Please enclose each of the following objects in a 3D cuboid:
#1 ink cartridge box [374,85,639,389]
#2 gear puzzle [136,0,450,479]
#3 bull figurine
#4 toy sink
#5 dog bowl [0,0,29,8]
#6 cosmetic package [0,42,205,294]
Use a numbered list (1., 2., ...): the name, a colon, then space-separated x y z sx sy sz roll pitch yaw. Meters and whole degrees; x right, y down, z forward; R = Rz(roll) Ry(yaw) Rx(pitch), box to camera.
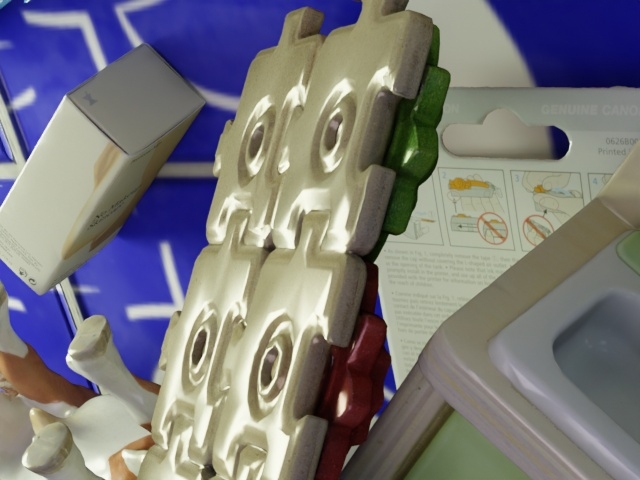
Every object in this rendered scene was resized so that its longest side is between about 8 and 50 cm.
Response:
1. ink cartridge box: 0.091 0.020 0.671 0.145 0.045 0.179 4 112 37
2. gear puzzle: 0.000 0.000 0.594 0.044 0.339 0.175 17 175 -20
3. bull figurine: -0.082 0.114 0.777 0.310 0.101 0.188 3 141 48
4. toy sink: 0.103 0.086 0.575 0.153 0.131 0.234 43 131 13
5. dog bowl: -0.179 -0.162 0.729 0.297 0.074 0.166 -26 100 45
6. cosmetic package: -0.104 -0.031 0.768 0.041 0.060 0.115 44 137 4
